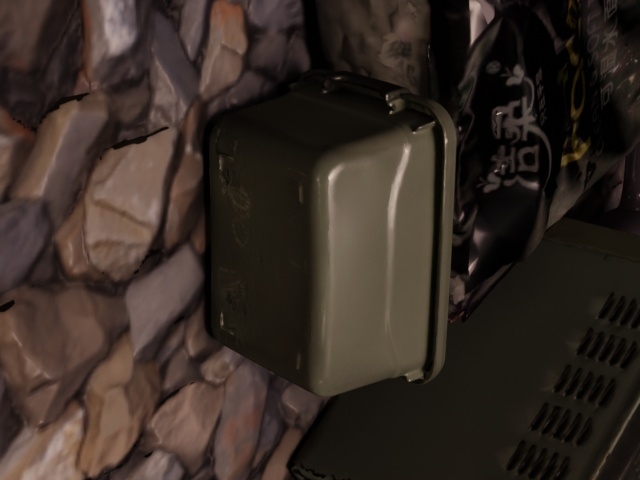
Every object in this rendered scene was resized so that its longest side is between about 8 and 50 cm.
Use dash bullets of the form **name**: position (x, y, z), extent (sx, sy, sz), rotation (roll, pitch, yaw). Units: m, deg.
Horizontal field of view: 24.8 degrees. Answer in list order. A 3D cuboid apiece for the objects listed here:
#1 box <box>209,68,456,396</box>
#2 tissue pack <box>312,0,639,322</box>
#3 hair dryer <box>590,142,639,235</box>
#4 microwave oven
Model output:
- **box**: position (0.000, 0.000, 0.800), extent (0.093, 0.124, 0.172), rotation (-18, 117, -39)
- **tissue pack**: position (0.137, -0.123, 0.935), extent (0.332, 0.123, 0.245), rotation (-39, 131, -40)
- **hair dryer**: position (0.299, -0.093, 1.215), extent (0.301, 0.121, 0.361), rotation (-7, 104, -63)
- **microwave oven**: position (0.178, 0.193, 1.043), extent (0.286, 0.218, 0.355), rotation (-54, 142, -28)
